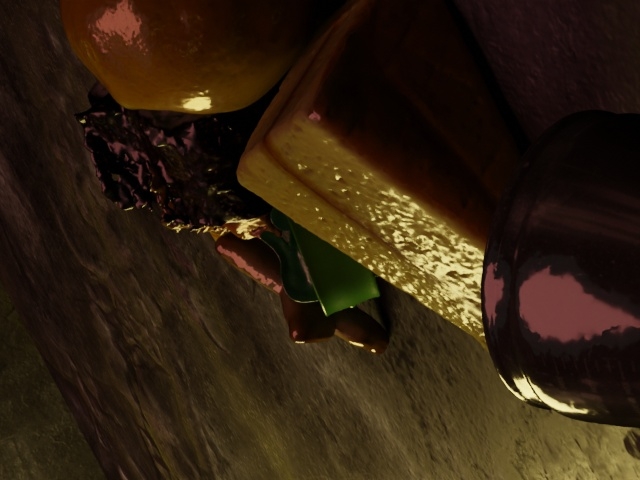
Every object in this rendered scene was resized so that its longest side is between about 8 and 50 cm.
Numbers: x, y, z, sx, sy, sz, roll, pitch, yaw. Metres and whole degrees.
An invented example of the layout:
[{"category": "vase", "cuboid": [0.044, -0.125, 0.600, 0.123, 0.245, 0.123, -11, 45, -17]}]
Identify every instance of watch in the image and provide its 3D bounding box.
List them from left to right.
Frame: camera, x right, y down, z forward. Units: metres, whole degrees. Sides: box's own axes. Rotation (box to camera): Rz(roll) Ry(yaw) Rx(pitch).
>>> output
[{"category": "watch", "cuboid": [0.000, 0.000, 1.625, 0.152, 0.131, 0.165, 49, -159, -85]}]

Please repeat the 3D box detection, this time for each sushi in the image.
[{"category": "sushi", "cuboid": [-0.171, -0.119, 1.818, 0.348, 0.234, 0.207, 33, 141, 57]}]

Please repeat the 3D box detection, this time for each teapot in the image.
[{"category": "teapot", "cuboid": [0.278, 0.071, 1.088, 0.239, 0.239, 0.321, 15, 122, 43]}]

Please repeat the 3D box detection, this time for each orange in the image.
[{"category": "orange", "cuboid": [-0.141, -0.251, 1.562, 0.279, 0.279, 0.235, 11, 113, 61]}]

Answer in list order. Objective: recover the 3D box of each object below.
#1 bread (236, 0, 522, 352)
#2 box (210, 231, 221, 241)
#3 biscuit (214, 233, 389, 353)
[{"category": "bread", "cuboid": [0.131, -0.072, 1.459, 0.362, 0.245, 0.233, 36, 156, -10]}, {"category": "box", "cuboid": [-0.160, -0.054, 2.057, 0.155, 0.023, 0.087, 58, 163, -22]}, {"category": "biscuit", "cuboid": [-0.023, 0.062, 1.800, 0.208, 0.164, 0.047, 44, 113, 38]}]
